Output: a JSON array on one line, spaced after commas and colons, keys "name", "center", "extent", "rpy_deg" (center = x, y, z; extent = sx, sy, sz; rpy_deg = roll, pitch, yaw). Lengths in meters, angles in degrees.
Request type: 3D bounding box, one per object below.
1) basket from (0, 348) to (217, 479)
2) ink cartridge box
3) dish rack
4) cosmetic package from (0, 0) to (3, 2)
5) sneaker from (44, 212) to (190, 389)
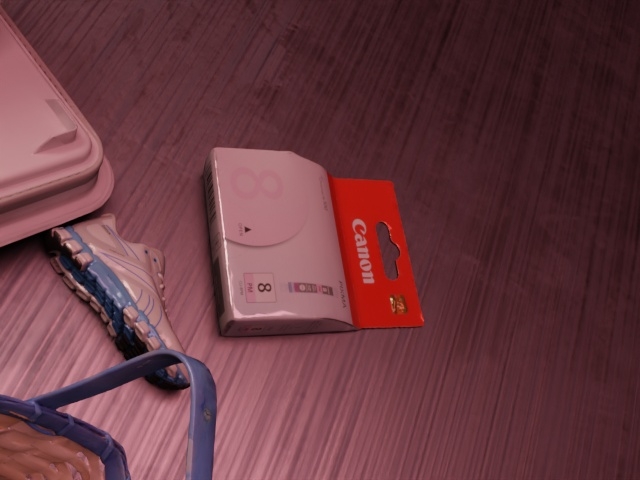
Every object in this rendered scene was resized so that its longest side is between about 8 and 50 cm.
[{"name": "basket", "center": [-0.185, 0.220, 0.480], "extent": [0.201, 0.288, 0.255], "rpy_deg": [44, 34, -53]}, {"name": "ink cartridge box", "center": [0.000, 0.000, 0.814], "extent": [0.232, 0.066, 0.189], "rpy_deg": [-1, 66, -19]}, {"name": "dish rack", "center": [-0.365, -0.136, 0.671], "extent": [0.285, 0.072, 0.333], "rpy_deg": [-27, 71, -41]}, {"name": "cosmetic package", "center": [-0.446, -0.338, 0.610], "extent": [0.384, 0.217, 0.156], "rpy_deg": [26, 38, 14]}, {"name": "sneaker", "center": [-0.164, 0.049, 0.711], "extent": [0.083, 0.071, 0.191], "rpy_deg": [-33, 82, -38]}]
